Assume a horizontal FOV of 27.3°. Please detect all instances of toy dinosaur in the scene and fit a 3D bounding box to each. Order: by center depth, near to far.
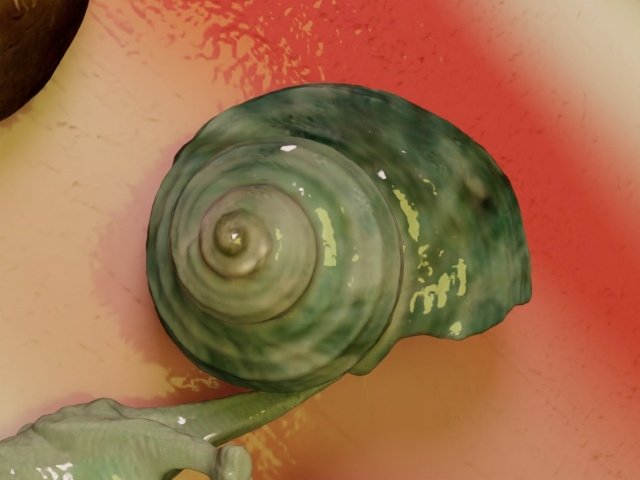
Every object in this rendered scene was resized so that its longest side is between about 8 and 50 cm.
[{"bbox_3d":[-0.100,0.138,0.758,0.393,0.206,0.092,-42,126,-34],"label":"toy dinosaur"}]

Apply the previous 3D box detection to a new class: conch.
[{"bbox_3d":[0.000,0.000,0.787,0.220,0.277,0.195,32,100,22],"label":"conch"}]

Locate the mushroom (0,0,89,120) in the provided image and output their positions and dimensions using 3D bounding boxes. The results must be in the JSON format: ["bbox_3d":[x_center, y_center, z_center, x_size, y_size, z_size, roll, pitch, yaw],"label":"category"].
[{"bbox_3d":[-0.217,-0.180,0.748,0.194,0.138,0.231,-19,93,-19],"label":"mushroom"}]
